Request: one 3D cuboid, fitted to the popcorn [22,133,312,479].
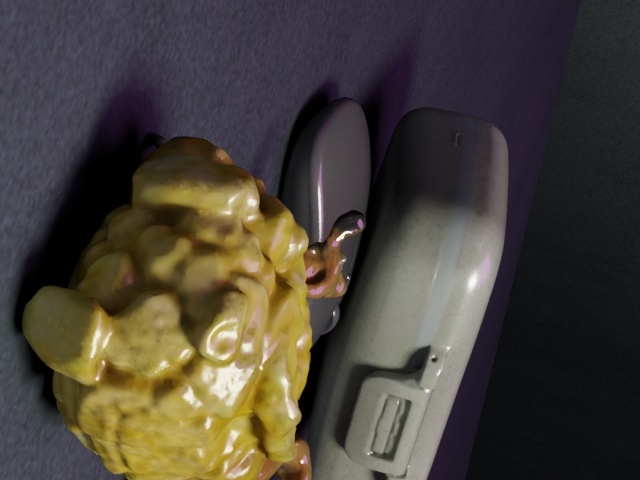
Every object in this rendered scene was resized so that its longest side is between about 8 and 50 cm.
[{"bbox_3d":[-0.069,0.050,0.750,0.163,0.140,0.194,-58,160,-61],"label":"popcorn"}]

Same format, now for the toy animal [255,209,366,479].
[{"bbox_3d":[-0.068,0.128,0.956,0.157,0.097,0.312,-24,129,-64],"label":"toy animal"}]

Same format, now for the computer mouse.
[{"bbox_3d":[0.001,0.000,1.126,0.120,0.057,0.232,-49,153,-57],"label":"computer mouse"}]

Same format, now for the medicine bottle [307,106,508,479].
[{"bbox_3d":[0.072,0.079,1.284,0.282,0.123,0.375,-79,-176,-57],"label":"medicine bottle"}]
